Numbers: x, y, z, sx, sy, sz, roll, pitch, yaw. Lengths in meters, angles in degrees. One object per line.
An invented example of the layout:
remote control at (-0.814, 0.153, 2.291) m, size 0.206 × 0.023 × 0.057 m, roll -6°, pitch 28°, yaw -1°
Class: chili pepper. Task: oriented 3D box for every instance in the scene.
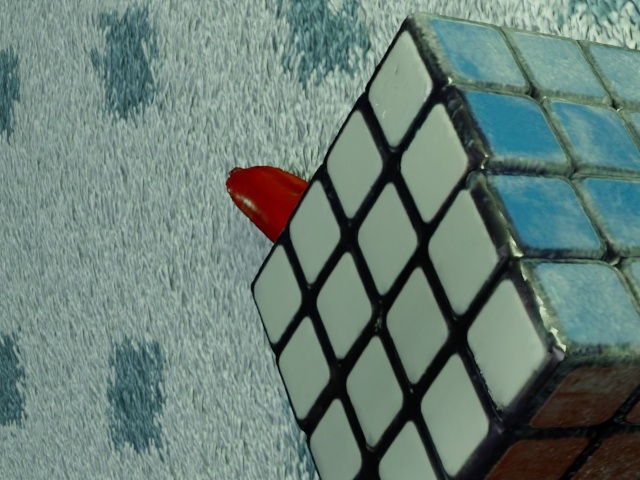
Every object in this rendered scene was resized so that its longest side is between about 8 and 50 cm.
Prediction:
chili pepper at (0.000, 0.000, 1.629) m, size 0.387 × 0.110 × 0.110 m, roll 44°, pitch 127°, yaw 45°

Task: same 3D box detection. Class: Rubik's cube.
Rubik's cube at (0.189, 0.063, 1.140) m, size 0.344 × 0.344 × 0.337 m, roll -59°, pitch 38°, yaw 39°
